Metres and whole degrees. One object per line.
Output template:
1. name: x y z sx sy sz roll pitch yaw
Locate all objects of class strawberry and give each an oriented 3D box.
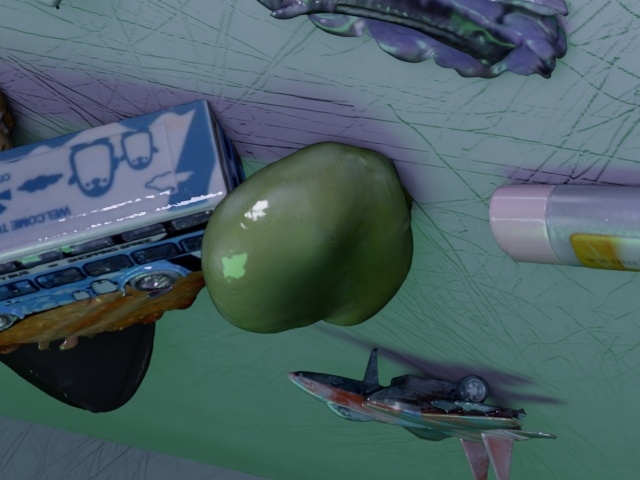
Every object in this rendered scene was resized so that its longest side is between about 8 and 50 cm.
1. strawberry: -0.231 0.008 1.101 0.253 0.150 0.280 -14 167 -26

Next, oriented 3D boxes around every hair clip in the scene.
1. hair clip: 0.049 -0.125 0.663 0.195 0.052 0.124 15 167 -13

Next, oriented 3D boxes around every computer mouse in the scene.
1. computer mouse: -0.292 0.091 1.354 0.087 0.168 0.295 6 156 30

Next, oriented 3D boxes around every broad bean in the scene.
1. broad bean: 0.000 0.000 0.897 0.100 0.169 0.228 43 -152 21

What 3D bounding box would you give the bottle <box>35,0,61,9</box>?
1. bottle: -0.245 -0.196 0.679 0.217 0.060 0.060 19 161 -8

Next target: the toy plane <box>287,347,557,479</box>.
1. toy plane: 0.112 0.197 1.433 0.326 0.104 0.223 26 158 -16

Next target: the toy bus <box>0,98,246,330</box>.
1. toy bus: -0.204 -0.010 0.925 0.297 0.106 0.131 -14 156 0

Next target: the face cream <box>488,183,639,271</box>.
1. face cream: 0.221 -0.007 0.837 0.198 0.057 0.084 2 156 34

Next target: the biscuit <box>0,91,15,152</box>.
1. biscuit: -0.366 -0.060 0.965 0.259 0.079 0.259 -18 170 -3
